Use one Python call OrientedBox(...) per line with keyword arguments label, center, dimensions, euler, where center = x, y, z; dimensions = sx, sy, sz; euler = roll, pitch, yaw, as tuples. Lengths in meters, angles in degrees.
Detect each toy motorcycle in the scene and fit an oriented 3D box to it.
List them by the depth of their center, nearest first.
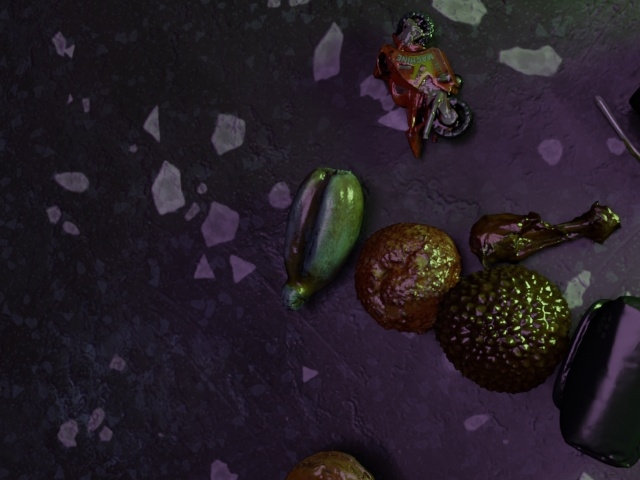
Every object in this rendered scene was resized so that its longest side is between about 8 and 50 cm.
OrientedBox(label="toy motorcycle", center=(0.211, -0.337, 1.897), dimensions=(0.171, 0.089, 0.298), euler=(-24, 80, 15))

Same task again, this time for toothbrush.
OrientedBox(label="toothbrush", center=(0.635, -0.190, 1.793), dimensions=(0.026, 0.022, 0.263), euler=(-31, 78, 0))

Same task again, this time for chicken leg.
OrientedBox(label="chicken leg", center=(0.454, -0.014, 1.808), dimensions=(0.304, 0.093, 0.113), euler=(-8, 101, 8))

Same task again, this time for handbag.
OrientedBox(label="handbag", center=(0.545, 0.239, 1.661), dimensions=(0.178, 0.275, 0.301), euler=(19, 96, 10))

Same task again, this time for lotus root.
OrientedBox(label="lotus root", center=(0.000, 0.000, 1.911), dimensions=(0.158, 0.140, 0.322), euler=(21, 98, 34))

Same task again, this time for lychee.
OrientedBox(label="lychee", center=(0.344, 0.167, 1.714), dimensions=(0.267, 0.267, 0.267), euler=(-1, 85, 17))

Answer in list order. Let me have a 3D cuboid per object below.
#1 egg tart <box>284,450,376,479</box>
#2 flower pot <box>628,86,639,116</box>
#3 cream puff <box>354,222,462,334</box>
OrientedBox(label="egg tart", center=(0.049, 0.575, 1.865), dimensions=(0.297, 0.132, 0.297), euler=(4, 101, 24))
OrientedBox(label="flower pot", center=(0.764, -0.266, 1.652), dimensions=(0.267, 0.266, 0.266), euler=(44, 99, 4))
OrientedBox(label="cream puff", center=(0.178, 0.077, 1.842), dimensions=(0.240, 0.164, 0.240), euler=(0, 91, 14))
